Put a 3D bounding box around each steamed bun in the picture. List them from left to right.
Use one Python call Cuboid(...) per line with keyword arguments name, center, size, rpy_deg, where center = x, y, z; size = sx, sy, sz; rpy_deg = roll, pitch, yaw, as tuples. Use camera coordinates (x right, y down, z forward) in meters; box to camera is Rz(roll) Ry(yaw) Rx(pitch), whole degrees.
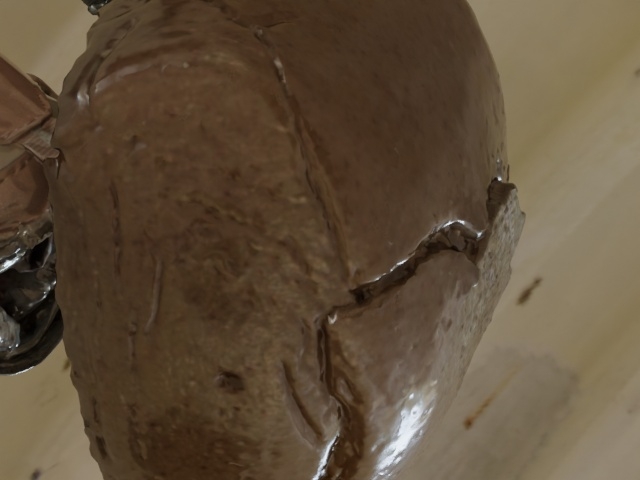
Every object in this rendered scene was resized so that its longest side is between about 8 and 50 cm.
Cuboid(name="steamed bun", center=(0.000, 0.000, 0.621), size=(0.251, 0.199, 0.301), rpy_deg=(-79, -15, -53))

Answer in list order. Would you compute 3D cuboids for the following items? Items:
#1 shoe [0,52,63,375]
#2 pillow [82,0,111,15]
Cuboid(name="shoe", center=(-0.243, 0.014, 0.749), size=(0.198, 0.351, 0.172), rpy_deg=(36, -130, 8))
Cuboid(name="pillow", center=(-0.029, -0.263, 0.830), size=(0.335, 0.092, 0.161), rpy_deg=(-36, -78, -8))
